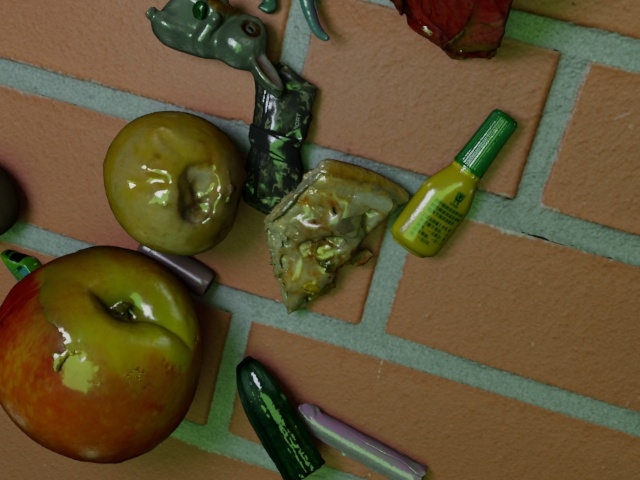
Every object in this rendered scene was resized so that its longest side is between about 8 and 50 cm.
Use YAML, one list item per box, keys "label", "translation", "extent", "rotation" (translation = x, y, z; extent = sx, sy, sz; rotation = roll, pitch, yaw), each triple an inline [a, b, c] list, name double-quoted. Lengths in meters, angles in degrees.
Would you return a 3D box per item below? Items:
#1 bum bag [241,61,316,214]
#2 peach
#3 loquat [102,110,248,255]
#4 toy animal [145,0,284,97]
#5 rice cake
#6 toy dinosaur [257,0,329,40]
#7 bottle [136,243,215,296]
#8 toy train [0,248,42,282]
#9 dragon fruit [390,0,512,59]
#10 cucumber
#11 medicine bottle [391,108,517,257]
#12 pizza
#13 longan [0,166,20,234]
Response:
- label: "bum bag"
  translation: [-0.069, -0.163, 1.271]
  extent: [0.102, 0.069, 0.248]
  rotation: [13, 106, 24]
- label: "peach"
  translation: [-0.363, 0.194, 1.273]
  extent: [0.370, 0.370, 0.370]
  rotation: [3, 105, 10]
- label: "loquat"
  translation: [-0.234, -0.092, 1.242]
  extent: [0.243, 0.244, 0.244]
  rotation: [3, 105, 10]
- label: "toy animal"
  translation: [-0.149, -0.320, 1.224]
  extent: [0.236, 0.138, 0.108]
  rotation: [26, 83, -6]
- label: "rice cake"
  translation: [0.069, 0.367, 1.395]
  extent: [0.269, 0.049, 0.055]
  rotation: [29, 94, 4]
- label: "toy dinosaur"
  translation: [-0.091, -0.531, 1.172]
  extent: [0.383, 0.129, 0.331]
  rotation: [26, 99, 2]
- label: "bottle"
  translation: [-0.254, 0.044, 1.370]
  extent: [0.140, 0.053, 0.053]
  rotation: [31, 108, 1]
- label: "toy train"
  translation: [-0.505, 0.093, 1.437]
  extent: [0.042, 0.044, 0.209]
  rotation: [-34, 96, 18]
- label: "dragon fruit"
  translation: [0.170, -0.422, 1.128]
  extent: [0.330, 0.240, 0.302]
  rotation: [31, 139, 24]
- label: "cucumber"
  translation: [-0.088, 0.321, 1.383]
  extent: [0.244, 0.063, 0.115]
  rotation: [60, 147, -1]
- label: "medicine bottle"
  translation: [0.216, -0.090, 1.235]
  extent: [0.095, 0.064, 0.260]
  rotation: [29, 106, -24]
- label: "pizza"
  translation: [0.000, 0.000, 1.277]
  extent: [0.189, 0.071, 0.297]
  rotation: [28, 116, -25]
- label: "longan"
  translation: [-0.620, -0.065, 1.364]
  extent: [0.184, 0.159, 0.204]
  rotation: [14, 144, -2]
